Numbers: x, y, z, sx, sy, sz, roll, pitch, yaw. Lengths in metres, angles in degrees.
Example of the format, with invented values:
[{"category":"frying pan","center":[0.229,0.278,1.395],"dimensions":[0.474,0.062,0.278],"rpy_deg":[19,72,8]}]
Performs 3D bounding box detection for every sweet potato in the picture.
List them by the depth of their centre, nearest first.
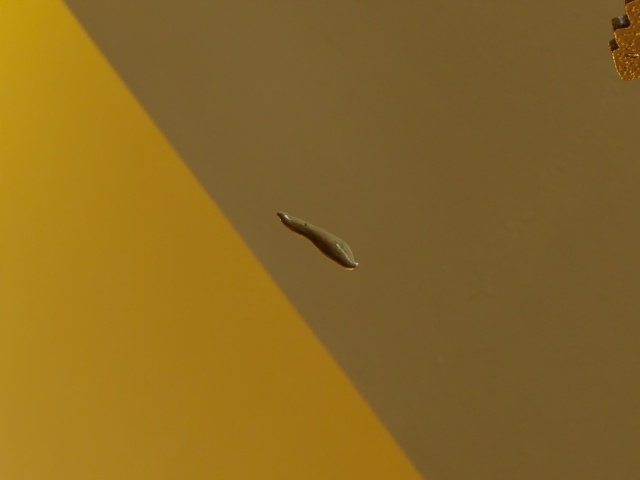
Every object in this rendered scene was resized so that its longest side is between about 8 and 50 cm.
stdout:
[{"category":"sweet potato","center":[0.000,0.000,1.149],"dimensions":[0.115,0.026,0.026],"rpy_deg":[33,-66,34]}]

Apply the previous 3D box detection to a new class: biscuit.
[{"category":"biscuit","center":[0.211,-0.128,0.695],"dimensions":[0.092,0.082,0.016],"rpy_deg":[123,-28,-61]}]
